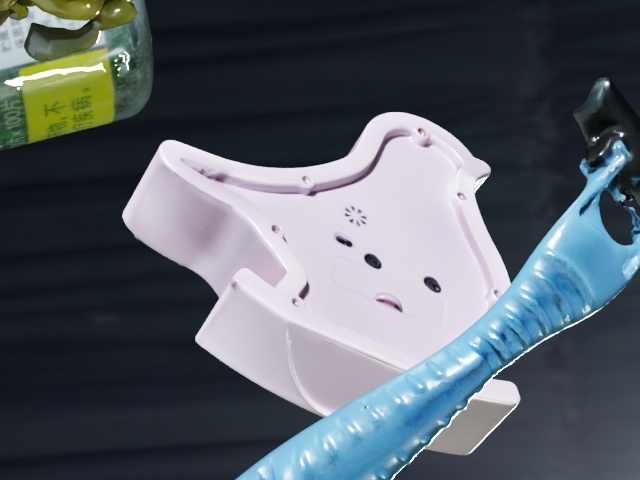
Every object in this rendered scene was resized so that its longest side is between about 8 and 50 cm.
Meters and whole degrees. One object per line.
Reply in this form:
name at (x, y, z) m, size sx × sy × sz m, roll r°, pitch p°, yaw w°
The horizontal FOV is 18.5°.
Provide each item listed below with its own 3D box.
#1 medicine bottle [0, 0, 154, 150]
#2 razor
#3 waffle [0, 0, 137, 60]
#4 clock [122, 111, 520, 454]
medicine bottle at (-0.234, -0.093, 0.911) m, size 0.141 × 0.293 × 0.141 m, roll 166°, pitch -90°, yaw -78°
razor at (0.033, 0.053, 0.684) m, size 0.082 × 0.253 × 0.042 m, roll 52°, pitch -5°, yaw -16°
waffle at (-0.161, -0.127, 0.574) m, size 0.262 × 0.280 × 0.060 m, roll 30°, pitch 74°, yaw -43°
clock at (0.000, 0.000, 1.448) m, size 0.080 × 0.290 × 0.275 m, roll -53°, pitch -158°, yaw 39°
